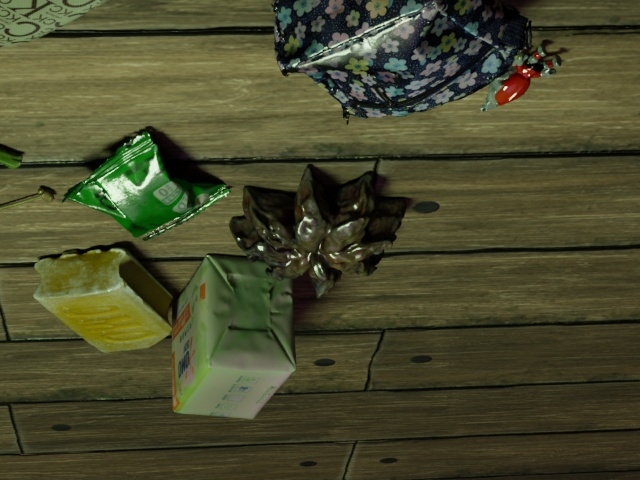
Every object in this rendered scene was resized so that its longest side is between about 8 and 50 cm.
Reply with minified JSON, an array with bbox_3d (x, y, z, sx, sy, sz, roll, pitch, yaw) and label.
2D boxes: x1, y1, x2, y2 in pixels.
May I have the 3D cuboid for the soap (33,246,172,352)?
[{"bbox_3d":[-0.302,0.088,2.120,0.140,0.073,0.232,-6,156,14],"label":"soap"}]

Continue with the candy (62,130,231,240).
[{"bbox_3d":[-0.218,-0.052,1.842,0.141,0.078,0.203,-16,157,23],"label":"candy"}]

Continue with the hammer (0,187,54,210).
[{"bbox_3d":[-0.398,-0.046,1.896,0.123,0.014,0.029,-14,144,23],"label":"hammer"}]

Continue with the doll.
[{"bbox_3d":[0.221,-0.184,1.681,0.114,0.039,0.057,-37,168,36],"label":"doll"}]

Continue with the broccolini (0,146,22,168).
[{"bbox_3d":[-0.460,-0.115,1.720,0.239,0.051,0.054,8,146,-38],"label":"broccolini"}]

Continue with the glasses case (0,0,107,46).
[{"bbox_3d":[-0.234,-0.277,1.357,0.354,0.085,0.137,-24,149,34],"label":"glasses case"}]

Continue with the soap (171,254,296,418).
[{"bbox_3d":[-0.129,0.142,2.133,0.138,0.182,0.199,6,151,-20],"label":"soap"}]

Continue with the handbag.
[{"bbox_3d":[0.085,-0.211,1.501,0.228,0.127,0.207,-20,157,28],"label":"handbag"}]

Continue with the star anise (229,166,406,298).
[{"bbox_3d":[0.001,0.001,1.956,0.223,0.109,0.236,-22,147,24],"label":"star anise"}]
